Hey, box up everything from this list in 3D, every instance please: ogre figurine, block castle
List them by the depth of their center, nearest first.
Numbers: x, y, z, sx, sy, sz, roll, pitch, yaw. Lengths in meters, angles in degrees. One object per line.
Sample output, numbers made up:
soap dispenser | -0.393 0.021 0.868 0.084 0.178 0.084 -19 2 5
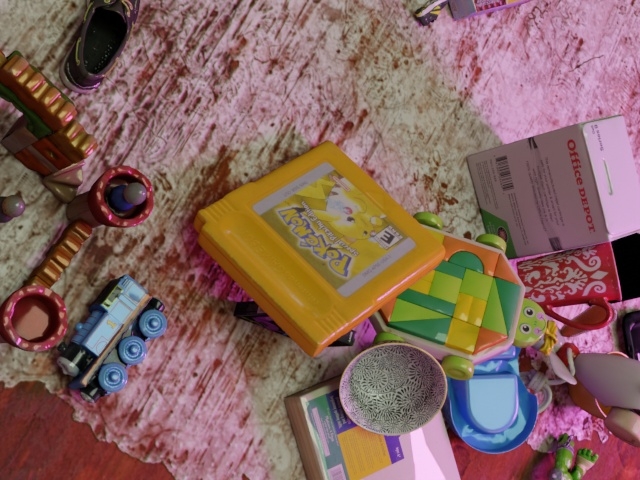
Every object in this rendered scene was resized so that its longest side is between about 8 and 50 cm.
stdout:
block castle | -0.458 -0.096 1.425 0.453 0.213 0.303 44 61 -21
ogre figurine | 0.482 0.473 2.063 0.118 0.097 0.197 -33 118 -52

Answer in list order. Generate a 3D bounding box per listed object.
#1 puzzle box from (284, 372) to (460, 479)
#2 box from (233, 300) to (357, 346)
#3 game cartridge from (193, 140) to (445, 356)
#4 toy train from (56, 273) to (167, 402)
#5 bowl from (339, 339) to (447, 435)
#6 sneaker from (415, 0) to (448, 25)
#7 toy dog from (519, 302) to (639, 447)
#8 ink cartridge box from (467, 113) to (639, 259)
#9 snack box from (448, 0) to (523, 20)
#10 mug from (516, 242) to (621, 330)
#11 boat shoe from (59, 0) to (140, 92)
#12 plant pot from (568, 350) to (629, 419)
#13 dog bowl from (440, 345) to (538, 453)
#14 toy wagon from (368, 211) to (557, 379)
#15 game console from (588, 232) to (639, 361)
puzzle box | 0.113 0.407 1.839 0.272 0.052 0.409 -17 92 -35
box | -0.040 0.131 1.737 0.162 0.116 0.029 22 73 -29
game cartridge | 0.000 0.000 1.726 0.285 0.053 0.323 44 47 15
toy train | -0.300 0.141 1.583 0.105 0.080 0.184 41 64 -12
bowl | 0.113 0.220 1.772 0.170 0.080 0.170 0 113 -1
sneaker | 0.208 -0.425 2.055 0.083 0.031 0.035 -35 116 -29
toy dog | 0.497 0.224 1.974 0.333 0.161 0.220 15 66 9
ink cartridge box | 0.423 -0.089 1.987 0.121 0.289 0.211 -15 91 -35
snack box | 0.322 -0.529 2.122 0.207 0.070 0.174 -20 94 -36
mug | 0.441 0.079 1.964 0.150 0.169 0.113 -87 162 -48
boat shoe | -0.314 -0.325 1.649 0.081 0.068 0.228 29 67 -28
plant pot | 0.533 0.283 2.123 0.134 0.095 0.134 7 78 -34
dog bowl | 0.288 0.223 1.954 0.166 0.074 0.297 -1 83 -16
toy wagon | 0.244 0.101 1.876 0.344 0.068 0.267 18 61 3
game console | 0.635 0.165 2.246 0.213 0.044 0.361 -8 86 -34
